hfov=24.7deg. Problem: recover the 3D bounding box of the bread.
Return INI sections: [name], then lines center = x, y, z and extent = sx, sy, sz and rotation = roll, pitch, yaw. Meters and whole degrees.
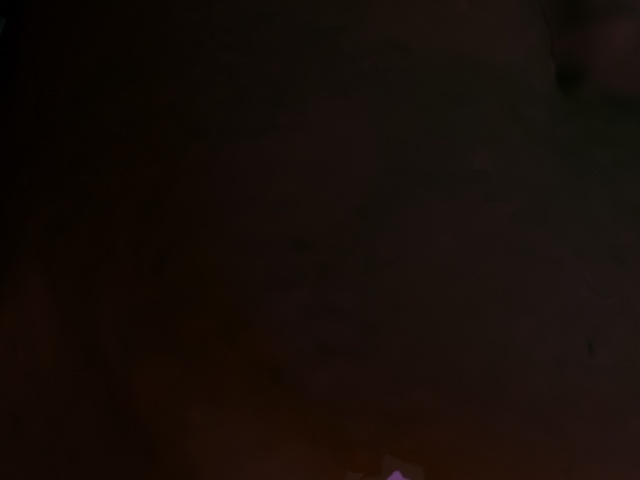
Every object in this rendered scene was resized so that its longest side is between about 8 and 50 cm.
[bread]
center = 0.000, 0.000, 0.518
extent = 0.348, 0.253, 0.376
rotation = -65, -173, -33
